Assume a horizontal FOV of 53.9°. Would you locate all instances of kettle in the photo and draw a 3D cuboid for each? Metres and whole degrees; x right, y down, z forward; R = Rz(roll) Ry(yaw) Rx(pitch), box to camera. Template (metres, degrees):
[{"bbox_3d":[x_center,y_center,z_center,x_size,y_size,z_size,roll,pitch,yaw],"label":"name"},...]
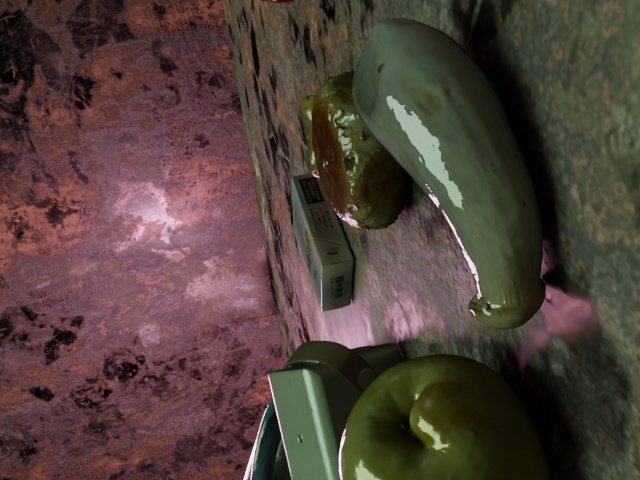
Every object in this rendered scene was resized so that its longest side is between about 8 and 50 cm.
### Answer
[{"bbox_3d":[-0.029,0.407,1.270,0.319,0.247,0.342,6,-82,-61],"label":"kettle"}]

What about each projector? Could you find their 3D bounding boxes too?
[{"bbox_3d":[0.038,0.266,0.969,0.163,0.177,0.242,-25,78,55],"label":"projector"}]

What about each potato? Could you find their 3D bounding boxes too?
[{"bbox_3d":[0.007,-0.168,1.024,0.091,0.070,0.138,-136,37,-75],"label":"potato"}]

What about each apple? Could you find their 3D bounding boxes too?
[{"bbox_3d":[0.109,0.203,0.568,0.200,0.200,0.200,168,90,-80],"label":"apple"}]

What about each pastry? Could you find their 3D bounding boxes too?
[{"bbox_3d":[0.046,-0.110,0.807,0.192,0.093,0.182,89,163,-45],"label":"pastry"}]

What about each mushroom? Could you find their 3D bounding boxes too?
[{"bbox_3d":[0.108,-0.062,0.505,0.118,0.103,0.270,102,149,-66],"label":"mushroom"}]

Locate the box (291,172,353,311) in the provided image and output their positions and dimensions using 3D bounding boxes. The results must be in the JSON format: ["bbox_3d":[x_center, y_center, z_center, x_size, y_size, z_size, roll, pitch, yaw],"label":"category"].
[{"bbox_3d":[0.000,0.000,1.265,0.155,0.067,0.243,88,167,-49],"label":"box"}]

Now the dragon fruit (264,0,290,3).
[{"bbox_3d":[-0.149,-0.590,1.234,0.211,0.134,0.262,-121,22,-71],"label":"dragon fruit"}]
